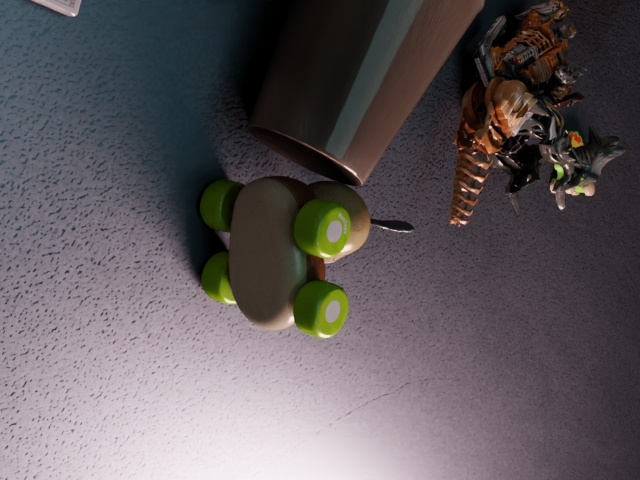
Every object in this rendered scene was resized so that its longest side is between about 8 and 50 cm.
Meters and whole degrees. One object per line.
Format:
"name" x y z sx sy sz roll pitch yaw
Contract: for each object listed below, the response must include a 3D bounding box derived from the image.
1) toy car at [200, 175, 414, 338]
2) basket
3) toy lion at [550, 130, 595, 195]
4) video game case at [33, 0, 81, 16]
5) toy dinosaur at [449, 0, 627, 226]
"toy car" 0.000 0.000 0.855 0.188 0.155 0.148 -16 113 -46
"basket" 0.036 -0.181 0.841 0.204 0.154 0.226 29 84 -39
"toy lion" 0.385 -0.118 1.299 0.100 0.034 0.096 1 93 -46
"video game case" -0.226 -0.269 0.637 0.143 0.019 0.157 15 91 -46
"toy dinosaur" 0.247 -0.156 1.095 0.322 0.164 0.218 -47 118 -1
